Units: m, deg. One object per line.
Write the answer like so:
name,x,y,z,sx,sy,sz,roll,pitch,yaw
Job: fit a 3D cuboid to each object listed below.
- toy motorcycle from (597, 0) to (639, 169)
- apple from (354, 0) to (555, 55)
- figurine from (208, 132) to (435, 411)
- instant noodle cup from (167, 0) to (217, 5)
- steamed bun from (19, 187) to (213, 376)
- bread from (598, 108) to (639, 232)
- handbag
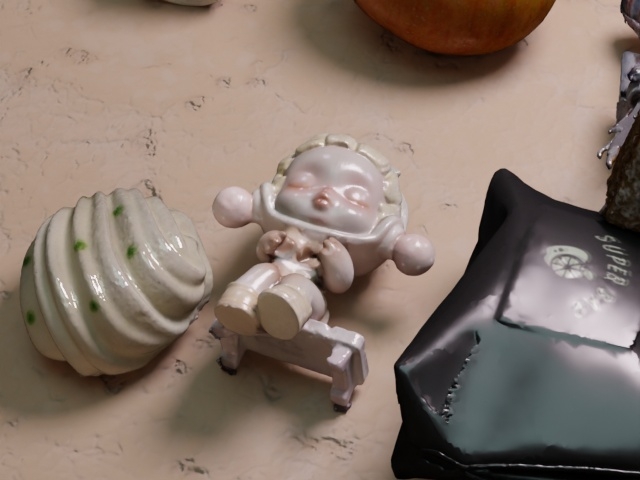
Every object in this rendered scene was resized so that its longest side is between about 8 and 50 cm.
toy motorcycle,0.352,-0.156,1.600,0.207,0.134,0.401,19,51,19
apple,0.128,-0.284,1.704,0.210,0.173,0.235,-28,61,-25
figurine,0.006,0.007,1.483,0.182,0.144,0.257,1,48,32
instant noodle cup,-0.134,-0.329,1.777,0.151,0.151,0.122,8,56,10
steamed bun,-0.184,0.025,1.471,0.183,0.106,0.183,-10,47,11
bread,0.447,-0.027,1.345,0.416,0.165,0.113,20,25,4
handbag,0.228,0.086,1.343,0.288,0.152,0.342,12,39,16
